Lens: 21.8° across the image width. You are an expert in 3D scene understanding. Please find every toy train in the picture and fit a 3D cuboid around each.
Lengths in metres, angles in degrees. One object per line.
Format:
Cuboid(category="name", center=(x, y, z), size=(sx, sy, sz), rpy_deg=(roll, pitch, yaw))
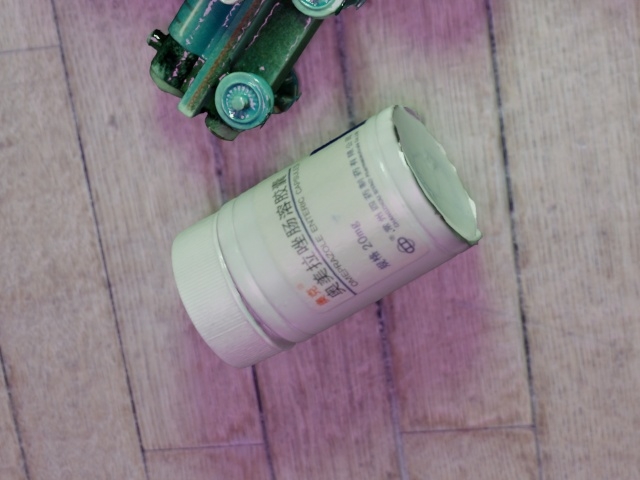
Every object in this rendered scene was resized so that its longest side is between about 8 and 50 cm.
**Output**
Cuboid(category="toy train", center=(-0.079, -0.265, 1.910), size=(0.194, 0.120, 0.298), rpy_deg=(37, 113, 5))

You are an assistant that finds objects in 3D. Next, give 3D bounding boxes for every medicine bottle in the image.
Cuboid(category="medicine bottle", center=(0.000, 0.000, 1.946), size=(0.332, 0.190, 0.190), rpy_deg=(-30, 101, 20))

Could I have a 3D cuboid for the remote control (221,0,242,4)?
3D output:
Cuboid(category="remote control", center=(-0.024, -0.356, 1.792), size=(0.250, 0.034, 0.103), rpy_deg=(-29, 90, 20))
